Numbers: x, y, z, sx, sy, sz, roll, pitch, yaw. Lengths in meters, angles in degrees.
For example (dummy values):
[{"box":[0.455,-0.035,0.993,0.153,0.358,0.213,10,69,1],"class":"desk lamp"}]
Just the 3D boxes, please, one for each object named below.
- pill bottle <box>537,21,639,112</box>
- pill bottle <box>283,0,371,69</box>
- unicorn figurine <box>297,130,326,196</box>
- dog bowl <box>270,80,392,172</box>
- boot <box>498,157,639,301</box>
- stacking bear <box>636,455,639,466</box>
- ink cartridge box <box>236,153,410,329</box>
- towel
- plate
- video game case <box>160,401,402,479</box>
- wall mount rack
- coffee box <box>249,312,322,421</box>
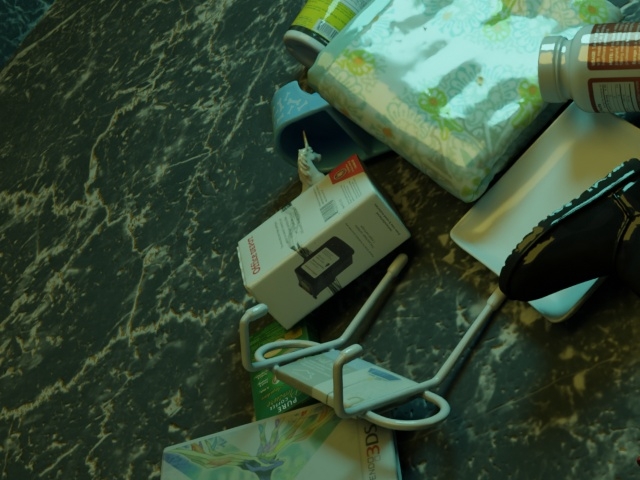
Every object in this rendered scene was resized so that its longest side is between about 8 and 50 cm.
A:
[{"box":[0.407,-0.232,1.762,0.216,0.121,0.121,2,57,24],"class":"pill bottle"},{"box":[0.035,-0.406,2.334,0.119,0.119,0.208,17,69,50],"class":"pill bottle"},{"box":[-0.007,-0.074,2.065,0.162,0.111,0.060,-64,18,0],"class":"unicorn figurine"},{"box":[0.049,-0.197,2.090,0.297,0.166,0.074,-20,44,31],"class":"dog bowl"},{"box":[0.363,0.038,1.580,0.246,0.094,0.207,-38,53,-1],"class":"boot"},{"box":[0.443,0.267,1.298,0.289,0.175,0.164,2,60,54],"class":"stacking bear"},{"box":[0.000,0.000,1.976,0.237,0.100,0.172,-37,23,8],"class":"ink cartridge box"},{"box":[0.213,-0.276,1.930,0.320,0.090,0.374,37,76,25],"class":"towel"},{"box":[0.342,-0.040,1.761,0.277,0.045,0.278,-46,37,0],"class":"plate"},{"box":[-0.056,0.330,1.694,0.329,0.036,0.300,-18,31,8],"class":"video game case"},{"box":[0.074,0.130,1.783,0.304,0.131,0.350,-15,22,-37],"class":"wall mount rack"},{"box":[-0.049,0.192,1.936,0.113,0.040,0.184,-32,39,16],"class":"coffee box"}]
